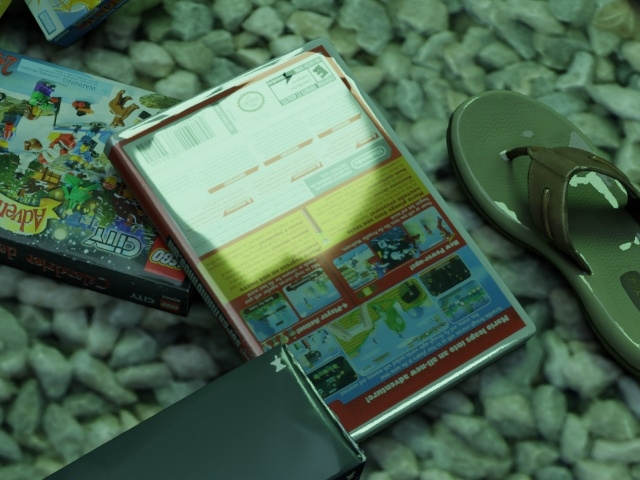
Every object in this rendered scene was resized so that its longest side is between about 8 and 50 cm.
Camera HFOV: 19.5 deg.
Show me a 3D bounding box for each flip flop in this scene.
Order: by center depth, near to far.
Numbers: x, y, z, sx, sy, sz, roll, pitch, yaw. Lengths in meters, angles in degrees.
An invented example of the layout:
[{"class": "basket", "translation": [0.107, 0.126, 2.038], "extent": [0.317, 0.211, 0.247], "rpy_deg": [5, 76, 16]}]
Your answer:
[{"class": "flip flop", "translation": [0.203, -0.015, 1.403], "extent": [0.112, 0.080, 0.277], "rpy_deg": [-27, 66, -20]}]

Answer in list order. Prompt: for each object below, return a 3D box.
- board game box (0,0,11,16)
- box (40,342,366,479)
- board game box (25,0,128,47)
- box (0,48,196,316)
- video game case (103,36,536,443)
[{"class": "board game box", "translation": [-0.367, -0.191, 1.409], "extent": [0.242, 0.064, 0.316], "rpy_deg": [21, 69, 17]}, {"class": "box", "translation": [-0.112, 0.199, 1.187], "extent": [0.261, 0.184, 0.103], "rpy_deg": [-29, 66, -20]}, {"class": "board game box", "translation": [-0.205, -0.274, 1.480], "extent": [0.136, 0.035, 0.201], "rpy_deg": [-35, 78, 13]}, {"class": "box", "translation": [-0.186, -0.049, 1.405], "extent": [0.233, 0.044, 0.159], "rpy_deg": [16, 60, 3]}, {"class": "video game case", "translation": [0.000, 0.000, 1.371], "extent": [0.204, 0.025, 0.285], "rpy_deg": [-28, 74, -27]}]
